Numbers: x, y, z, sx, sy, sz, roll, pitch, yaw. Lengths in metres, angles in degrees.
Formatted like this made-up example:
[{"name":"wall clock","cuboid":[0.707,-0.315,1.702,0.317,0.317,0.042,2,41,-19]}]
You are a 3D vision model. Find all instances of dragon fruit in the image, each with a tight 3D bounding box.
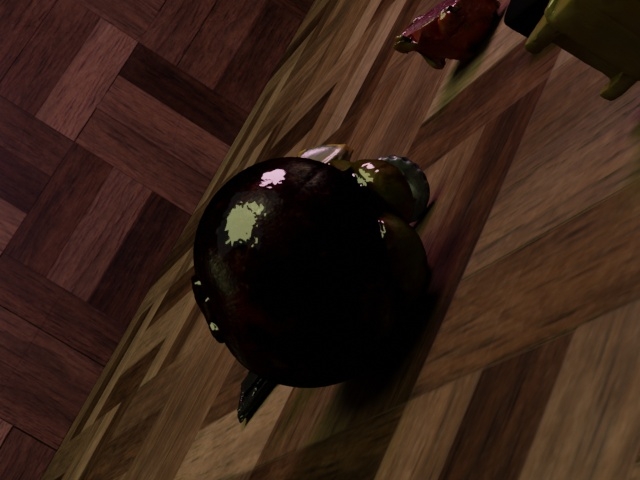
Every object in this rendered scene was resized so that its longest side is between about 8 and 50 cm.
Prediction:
[{"name":"dragon fruit","cuboid":[0.152,-0.236,1.425,0.112,0.068,0.126,-27,15,38]}]

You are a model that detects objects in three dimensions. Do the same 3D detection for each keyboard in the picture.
[{"name":"keyboard","cuboid":[-0.017,0.086,1.372,0.250,0.017,0.087,-54,12,21]}]

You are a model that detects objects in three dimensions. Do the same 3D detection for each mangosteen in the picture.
[{"name":"mangosteen","cuboid":[-0.007,0.023,1.077,0.210,0.210,0.210,-54,11,16]}]

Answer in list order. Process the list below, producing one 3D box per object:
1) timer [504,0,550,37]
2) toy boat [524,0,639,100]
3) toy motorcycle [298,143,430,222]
[{"name":"timer","cuboid":[0.244,-0.283,1.178,0.187,0.055,0.144,-66,13,-21]},{"name":"toy boat","cuboid":[0.285,-0.295,0.824,0.445,0.136,0.162,-57,6,7]},{"name":"toy motorcycle","cuboid":[0.000,0.000,1.238,0.229,0.130,0.094,-55,9,14]}]
